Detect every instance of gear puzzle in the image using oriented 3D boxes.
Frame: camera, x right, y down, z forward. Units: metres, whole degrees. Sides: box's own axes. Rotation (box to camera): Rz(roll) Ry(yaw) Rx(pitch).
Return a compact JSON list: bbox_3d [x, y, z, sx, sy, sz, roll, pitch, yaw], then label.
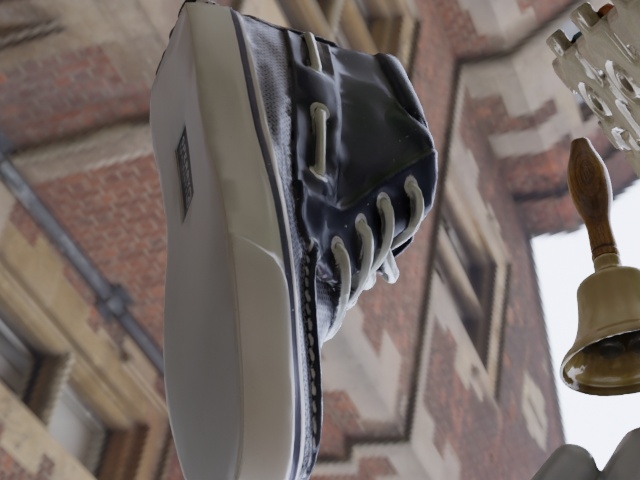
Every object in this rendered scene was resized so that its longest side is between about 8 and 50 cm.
[{"bbox_3d":[0.220,-0.080,0.745,0.044,0.339,0.175,-39,-91,-2],"label":"gear puzzle"}]

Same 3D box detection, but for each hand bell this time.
[{"bbox_3d":[0.259,0.006,1.223,0.126,0.126,0.242,-15,-124,15],"label":"hand bell"}]

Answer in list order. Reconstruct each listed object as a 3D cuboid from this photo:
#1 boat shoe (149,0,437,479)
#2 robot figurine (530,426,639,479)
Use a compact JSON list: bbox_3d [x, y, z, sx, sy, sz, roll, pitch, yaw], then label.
[{"bbox_3d":[0.000,0.000,0.744,0.158,0.127,0.340,8,-131,-20],"label":"boat shoe"},{"bbox_3d":[0.282,0.294,1.099,0.300,0.200,0.353,33,-96,8],"label":"robot figurine"}]
